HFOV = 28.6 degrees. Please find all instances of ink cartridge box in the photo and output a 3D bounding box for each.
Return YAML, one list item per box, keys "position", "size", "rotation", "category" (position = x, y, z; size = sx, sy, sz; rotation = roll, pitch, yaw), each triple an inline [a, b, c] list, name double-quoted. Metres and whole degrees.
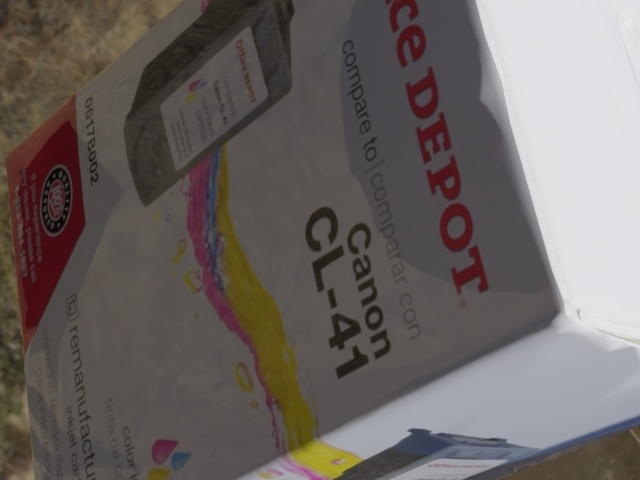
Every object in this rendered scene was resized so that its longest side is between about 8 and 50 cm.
- position: [0.000, 0.000, 0.541]
  size: [0.131, 0.226, 0.306]
  rotation: [12, 147, -40]
  category: "ink cartridge box"

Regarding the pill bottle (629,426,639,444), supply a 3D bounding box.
- position: [0.303, 0.072, 0.805]
  size: [0.153, 0.153, 0.264]
  rotation: [-57, 180, -16]
  category: "pill bottle"
